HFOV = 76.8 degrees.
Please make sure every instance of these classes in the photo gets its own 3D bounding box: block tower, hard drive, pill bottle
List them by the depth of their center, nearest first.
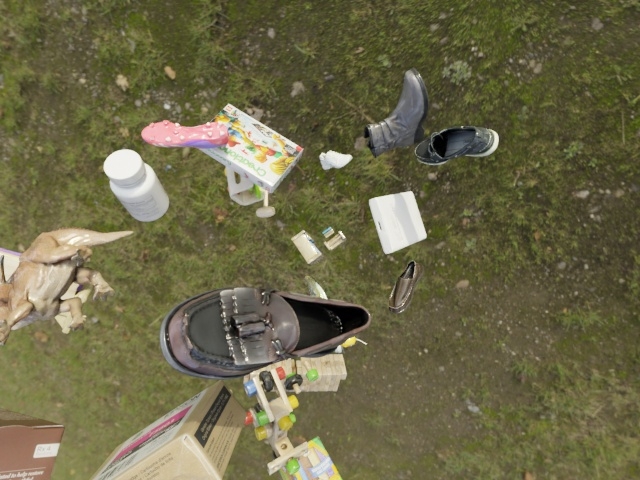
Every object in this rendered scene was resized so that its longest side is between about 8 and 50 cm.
[{"bbox_3d":[-0.558,-0.164,1.228,0.131,0.131,0.229,23,156,8],"label":"pill bottle"},{"bbox_3d":[-0.088,0.445,1.364,0.336,0.091,0.097,4,123,-12],"label":"block tower"},{"bbox_3d":[0.346,-0.088,1.770,0.047,0.353,0.233,-18,89,38],"label":"hard drive"}]

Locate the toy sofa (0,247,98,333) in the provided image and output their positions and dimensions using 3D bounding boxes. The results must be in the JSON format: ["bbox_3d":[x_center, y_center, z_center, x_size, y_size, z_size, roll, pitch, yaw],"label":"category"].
[{"bbox_3d":[-0.751,0.075,0.980,0.363,0.150,0.177,21,101,-22],"label":"toy sofa"}]

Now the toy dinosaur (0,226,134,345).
[{"bbox_3d":[-0.477,0.058,0.688,0.200,0.295,0.127,27,162,29],"label":"toy dinosaur"}]

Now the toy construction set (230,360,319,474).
[{"bbox_3d":[-0.149,0.508,1.098,0.257,0.309,0.237,-55,48,24],"label":"toy construction set"}]

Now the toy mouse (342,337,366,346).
[{"bbox_3d":[0.071,0.302,1.415,0.161,0.143,0.031,-3,141,-18],"label":"toy mouse"}]

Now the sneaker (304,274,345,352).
[{"bbox_3d":[-0.026,0.361,1.917,0.182,0.410,0.158,-21,159,-3],"label":"sneaker"}]

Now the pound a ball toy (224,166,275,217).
[{"bbox_3d":[-0.305,-0.256,1.649,0.136,0.208,0.319,-17,70,12],"label":"pound a ball toy"}]

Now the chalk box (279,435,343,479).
[{"bbox_3d":[-0.021,0.760,1.258,0.213,0.132,0.132,53,141,31],"label":"chalk box"}]

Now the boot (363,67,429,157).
[{"bbox_3d":[0.270,-0.447,1.489,0.223,0.118,0.338,-19,143,-2],"label":"boot"}]

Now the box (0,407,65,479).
[{"bbox_3d":[-0.725,0.423,0.822,0.381,0.143,0.191,-9,156,32],"label":"box"}]

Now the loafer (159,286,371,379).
[{"bbox_3d":[-0.044,0.100,0.505,0.095,0.302,0.109,-27,67,30],"label":"loafer"}]

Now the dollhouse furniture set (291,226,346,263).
[{"bbox_3d":[0.000,0.000,1.698,0.184,0.129,0.129,-36,79,3],"label":"dollhouse furniture set"}]

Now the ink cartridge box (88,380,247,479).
[{"bbox_3d":[-0.247,0.345,0.628,0.235,0.193,0.088,-34,93,1],"label":"ink cartridge box"}]

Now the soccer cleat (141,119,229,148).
[{"bbox_3d":[-0.399,-0.305,1.212,0.248,0.083,0.095,-8,159,-14],"label":"soccer cleat"}]

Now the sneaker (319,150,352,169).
[{"bbox_3d":[0.052,-0.305,1.514,0.152,0.053,0.061,1,130,45],"label":"sneaker"}]

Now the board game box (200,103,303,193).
[{"bbox_3d":[-0.237,-0.309,1.346,0.305,0.193,0.053,31,152,3],"label":"board game box"}]

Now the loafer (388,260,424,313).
[{"bbox_3d":[0.303,0.164,1.485,0.080,0.220,0.078,10,153,43],"label":"loafer"}]

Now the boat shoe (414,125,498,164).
[{"bbox_3d":[0.445,-0.341,1.434,0.340,0.113,0.127,16,96,55],"label":"boat shoe"}]
